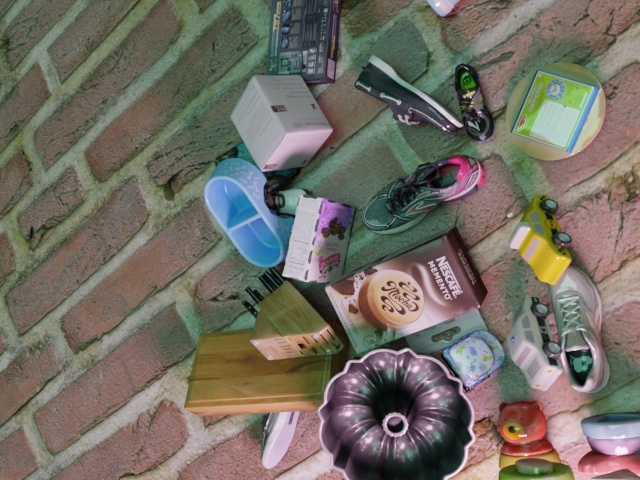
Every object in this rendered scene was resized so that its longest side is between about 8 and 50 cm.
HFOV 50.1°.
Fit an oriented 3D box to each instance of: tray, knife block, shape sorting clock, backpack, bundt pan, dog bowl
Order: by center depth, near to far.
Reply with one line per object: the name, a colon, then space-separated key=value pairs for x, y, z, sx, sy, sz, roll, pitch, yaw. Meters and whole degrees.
shape sorting clock: x=0.491 y=-0.270 z=1.436 sx=0.206 sy=0.040 sz=0.206 roll=-1 pitch=89 yaw=31
backpack: x=0.328 y=0.245 z=1.446 sx=0.114 sy=0.084 sz=0.105 roll=-32 pitch=75 yaw=-3
bundt pan: x=0.162 y=0.376 z=1.473 sx=0.331 sy=0.124 sz=0.330 roll=1 pitch=95 yaw=6
knife block: x=-0.063 y=0.157 z=1.626 sx=0.276 sy=0.088 sz=0.242 roll=-11 pitch=45 yaw=29
tray: x=-0.138 y=0.313 z=1.675 sx=0.411 sy=0.076 sz=0.202 roll=-10 pitch=56 yaw=27
dog bowl: x=-0.173 y=-0.058 z=1.685 sx=0.166 sy=0.074 sz=0.297 roll=-23 pitch=108 yaw=37

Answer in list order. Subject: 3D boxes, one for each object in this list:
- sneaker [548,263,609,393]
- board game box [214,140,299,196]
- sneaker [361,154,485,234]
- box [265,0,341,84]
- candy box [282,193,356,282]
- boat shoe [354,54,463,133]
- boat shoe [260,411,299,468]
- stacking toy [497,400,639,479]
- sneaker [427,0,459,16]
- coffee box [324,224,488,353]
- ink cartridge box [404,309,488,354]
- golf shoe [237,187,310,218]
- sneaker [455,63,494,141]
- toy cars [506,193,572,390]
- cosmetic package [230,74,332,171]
sneaker: x=0.505 y=0.171 z=1.343 sx=0.099 sy=0.121 sz=0.262 roll=-16 pitch=78 yaw=26
board game box: x=-0.163 y=-0.191 z=1.757 sx=0.186 sy=0.126 sz=0.026 roll=32 pitch=143 yaw=27
sneaker: x=0.214 y=-0.113 z=1.537 sx=0.299 sy=0.112 sz=0.120 roll=-30 pitch=72 yaw=24
box: x=-0.045 y=-0.516 z=1.748 sx=0.184 sy=0.059 sz=0.232 roll=3 pitch=88 yaw=29
candy box: x=0.000 y=0.000 z=1.616 sx=0.070 sy=0.165 sz=0.196 roll=13 pitch=92 yaw=31
boat shoe: x=0.198 y=-0.315 z=1.571 sx=0.091 sy=0.114 sz=0.302 roll=-54 pitch=52 yaw=14
boat shoe: x=-0.109 y=0.443 z=1.690 sx=0.076 sy=0.080 sz=0.228 roll=19 pitch=94 yaw=35
stacking toy: x=0.462 y=0.368 z=1.264 sx=0.309 sy=0.280 sz=0.130 roll=-11 pitch=82 yaw=24
sneaker: x=0.277 y=-0.693 z=1.549 sx=0.208 sy=0.127 sz=0.318 roll=-33 pitch=80 yaw=25
coffee box: x=0.185 y=0.106 z=1.471 sx=0.297 sy=0.119 sz=0.168 roll=-26 pitch=91 yaw=25
ink cartridge box: x=0.246 y=0.125 z=1.545 sx=0.189 sy=0.066 sz=0.232 roll=-27 pitch=94 yaw=24
golf shoe: x=-0.122 y=-0.092 z=1.735 sx=0.198 sy=0.094 sz=0.077 roll=-11 pitch=79 yaw=27
sneaker: x=0.331 y=-0.303 z=1.507 sx=0.067 sy=0.078 sz=0.188 roll=-18 pitch=77 yaw=27
toy cars: x=0.417 y=0.096 z=1.364 sx=0.087 sy=0.176 sz=0.393 roll=6 pitch=88 yaw=-8
cosmetic package: x=-0.098 y=-0.288 z=1.679 sx=0.183 sy=0.151 sz=0.151 roll=60 pitch=138 yaw=19
